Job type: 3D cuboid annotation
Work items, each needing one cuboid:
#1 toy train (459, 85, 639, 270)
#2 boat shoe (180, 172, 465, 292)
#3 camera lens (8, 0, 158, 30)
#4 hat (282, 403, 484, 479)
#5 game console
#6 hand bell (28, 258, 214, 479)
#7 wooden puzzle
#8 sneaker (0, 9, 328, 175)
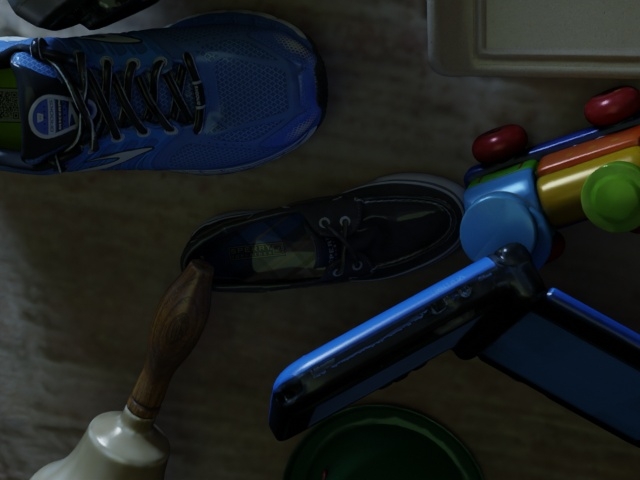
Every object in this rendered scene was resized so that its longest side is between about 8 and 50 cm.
[{"bbox_3d":[0.215,-0.046,1.087,0.248,0.143,0.105,-18,100,18],"label":"toy train"},{"bbox_3d":[0.000,0.000,1.190,0.228,0.076,0.080,-5,103,16],"label":"boat shoe"},{"bbox_3d":[-0.163,-0.298,1.078,0.219,0.219,0.274,-27,96,19],"label":"camera lens"},{"bbox_3d":[0.030,0.251,1.191,0.173,0.183,0.208,5,105,13],"label":"hat"},{"bbox_3d":[0.112,0.119,1.061,0.250,0.293,0.173,-29,81,-8],"label":"game console"},{"bbox_3d":[-0.132,0.120,1.217,0.126,0.126,0.242,27,115,6],"label":"hand bell"},{"bbox_3d":[0.193,-0.222,1.098,0.238,0.044,0.221,1,110,9],"label":"wooden puzzle"},{"bbox_3d":[-0.156,-0.095,1.169,0.330,0.147,0.130,-5,103,15],"label":"sneaker"}]
